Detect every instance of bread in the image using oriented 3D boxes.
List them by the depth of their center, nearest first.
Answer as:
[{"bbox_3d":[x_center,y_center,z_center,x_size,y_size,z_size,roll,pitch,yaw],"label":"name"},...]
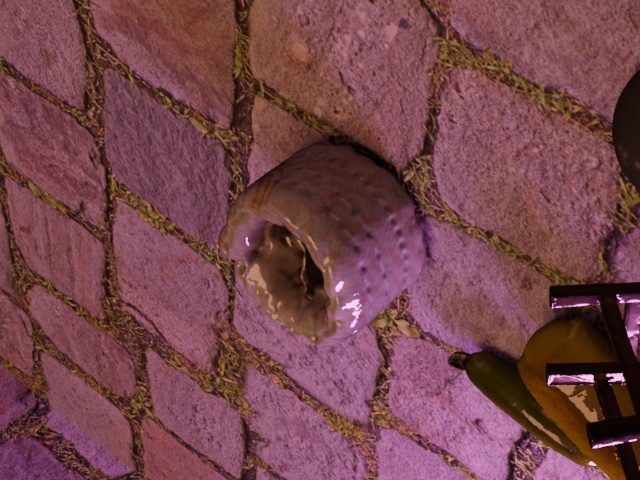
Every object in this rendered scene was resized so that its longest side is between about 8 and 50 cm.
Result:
[{"bbox_3d":[0.429,0.276,2.137,0.383,0.112,0.166,48,150,-3],"label":"bread"}]

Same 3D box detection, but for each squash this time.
[{"bbox_3d":[0.325,0.256,2.284,0.318,0.071,0.080,35,149,20],"label":"squash"}]

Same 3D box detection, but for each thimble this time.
[{"bbox_3d":[0.000,0.000,2.273,0.291,0.195,0.291,35,146,28],"label":"thimble"}]

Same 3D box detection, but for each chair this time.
[{"bbox_3d":[0.512,0.175,1.869,0.203,0.416,0.241,83,179,-45],"label":"chair"}]

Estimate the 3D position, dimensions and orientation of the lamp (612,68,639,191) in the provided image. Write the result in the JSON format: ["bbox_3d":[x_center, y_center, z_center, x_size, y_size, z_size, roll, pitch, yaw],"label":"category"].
[{"bbox_3d":[0.456,-0.083,1.655,0.314,0.182,0.182,38,156,-28],"label":"lamp"}]
